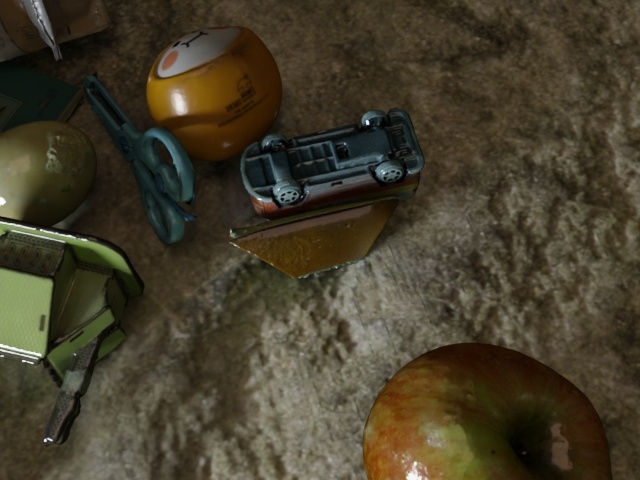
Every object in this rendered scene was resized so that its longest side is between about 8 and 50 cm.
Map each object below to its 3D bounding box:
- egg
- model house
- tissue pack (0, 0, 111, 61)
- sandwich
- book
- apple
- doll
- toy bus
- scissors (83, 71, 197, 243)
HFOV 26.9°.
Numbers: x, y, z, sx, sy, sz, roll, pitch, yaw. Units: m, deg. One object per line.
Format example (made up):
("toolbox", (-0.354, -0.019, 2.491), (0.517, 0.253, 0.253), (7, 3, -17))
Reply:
("egg", (-0.428, -0.100, 2.003), (0.164, 0.164, 0.201), (40, 55, 24))
("model house", (-0.398, 0.133, 1.852), (0.218, 0.205, 0.279), (12, 68, 13))
("tissue pack", (-0.474, -0.449, 2.108), (0.238, 0.306, 0.239), (-10, 32, 6))
("sandwich", (0.000, 0.000, 1.928), (0.258, 0.094, 0.096), (-14, 91, -3))
("book", (-0.606, -0.208, 2.160), (0.379, 0.031, 0.264), (23, 63, 17))
("apple", (0.203, 0.279, 1.690), (0.277, 0.250, 0.309), (-36, 83, -34))
("doll", (-0.176, -0.231, 2.065), (0.213, 0.213, 0.236), (-38, 28, -18))
("toy bus", (0.017, -0.100, 1.993), (0.265, 0.120, 0.121), (-13, 58, -4))
("scissors", (-0.285, -0.146, 2.041), (0.032, 0.180, 0.393), (-12, 43, -29))
